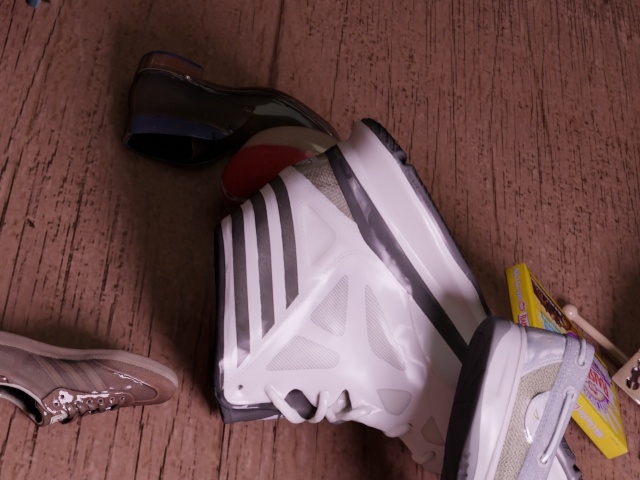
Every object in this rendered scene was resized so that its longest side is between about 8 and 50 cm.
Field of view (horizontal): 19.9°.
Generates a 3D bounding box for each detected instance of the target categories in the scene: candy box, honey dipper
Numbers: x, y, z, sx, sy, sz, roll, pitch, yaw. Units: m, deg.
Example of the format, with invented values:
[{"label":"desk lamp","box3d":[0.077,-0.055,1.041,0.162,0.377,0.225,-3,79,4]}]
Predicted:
[{"label":"candy box","box3d":[0.239,0.119,1.773,0.206,0.027,0.105,47,30,-41]},{"label":"honey dipper","box3d":[0.312,0.121,1.898,0.160,0.030,0.030,41,41,12]}]

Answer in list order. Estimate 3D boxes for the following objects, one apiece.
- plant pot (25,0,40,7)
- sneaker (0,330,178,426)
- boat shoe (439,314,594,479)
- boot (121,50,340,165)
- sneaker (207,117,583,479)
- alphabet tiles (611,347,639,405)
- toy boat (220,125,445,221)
[{"label":"plant pot","box3d":[-0.405,-0.424,1.762,0.334,0.341,0.341,10,45,-13]},{"label":"sneaker","box3d":[-0.214,0.128,1.537,0.188,0.066,0.071,11,62,-17]},{"label":"boat shoe","box3d":[0.149,0.227,1.514,0.103,0.118,0.320,12,83,-8]},{"label":"boot","box3d":[-0.094,-0.102,1.826,0.219,0.082,0.106,20,52,-2]},{"label":"sneaker","box3d":[0.051,0.140,1.643,0.447,0.257,0.169,60,1,-7]},{"label":"alphabet tiles","box3d":[0.417,0.180,1.831,0.198,0.009,0.237,-44,79,-11]},{"label":"toy boat","box3d":[0.000,0.000,1.752,0.231,0.151,0.151,35,70,1]}]
